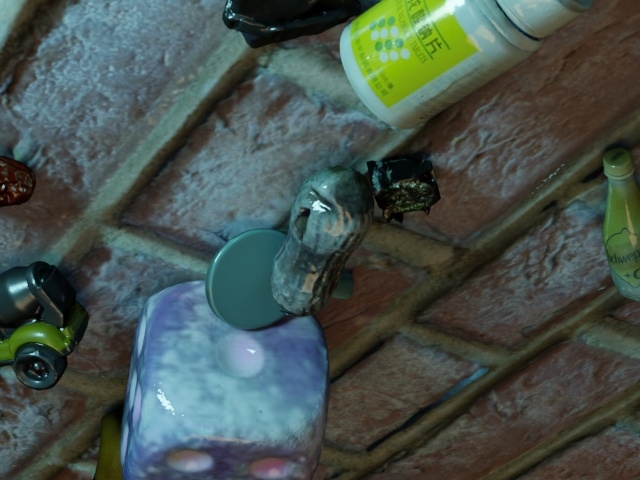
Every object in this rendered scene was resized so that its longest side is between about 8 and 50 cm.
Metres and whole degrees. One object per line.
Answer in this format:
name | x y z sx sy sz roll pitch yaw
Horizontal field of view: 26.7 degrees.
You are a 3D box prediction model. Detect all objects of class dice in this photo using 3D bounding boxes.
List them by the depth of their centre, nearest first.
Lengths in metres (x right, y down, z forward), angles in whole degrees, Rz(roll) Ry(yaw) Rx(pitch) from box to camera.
dice | -0.144 0.236 1.983 0.270 0.270 0.271 8 143 -13

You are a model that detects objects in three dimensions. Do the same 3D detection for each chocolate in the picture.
chocolate | 0.000 0.000 1.794 0.110 0.110 0.248 12 133 -18

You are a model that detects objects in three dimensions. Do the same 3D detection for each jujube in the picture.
jujube | -0.427 -0.074 1.714 0.129 0.077 0.077 4 144 -18

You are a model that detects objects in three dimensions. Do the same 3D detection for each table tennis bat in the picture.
table tennis bat | -0.054 0.056 1.900 0.237 0.038 0.149 5 106 -32

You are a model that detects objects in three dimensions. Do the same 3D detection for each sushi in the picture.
sushi | 0.112 -0.068 1.769 0.083 0.056 0.085 -16 141 6

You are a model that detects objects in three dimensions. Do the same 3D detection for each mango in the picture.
mango | -0.238 0.378 2.275 0.287 0.153 0.201 3 152 -3

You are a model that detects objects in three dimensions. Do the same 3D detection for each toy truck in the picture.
toy truck | -0.451 0.120 1.939 0.224 0.147 0.165 -13 119 18

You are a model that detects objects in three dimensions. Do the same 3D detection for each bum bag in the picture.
bum bag | -0.070 -0.295 1.430 0.137 0.074 0.310 -27 144 13

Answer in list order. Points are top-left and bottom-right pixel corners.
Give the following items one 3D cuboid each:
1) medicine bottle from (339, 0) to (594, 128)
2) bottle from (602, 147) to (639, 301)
medicine bottle | 0.157 -0.237 1.466 0.258 0.143 0.143 -30 136 31
bottle | 0.418 -0.022 1.826 0.083 0.083 0.270 -13 136 14
